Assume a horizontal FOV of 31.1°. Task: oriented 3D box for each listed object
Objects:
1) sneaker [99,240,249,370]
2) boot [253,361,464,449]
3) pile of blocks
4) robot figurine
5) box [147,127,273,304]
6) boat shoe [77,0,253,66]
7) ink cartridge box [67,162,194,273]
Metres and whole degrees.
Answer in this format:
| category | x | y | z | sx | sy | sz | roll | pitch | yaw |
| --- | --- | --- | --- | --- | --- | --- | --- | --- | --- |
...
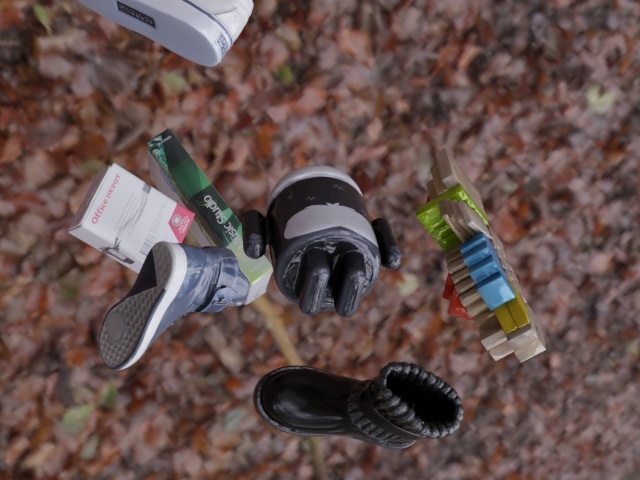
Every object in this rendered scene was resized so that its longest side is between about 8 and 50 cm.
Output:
| category | x | y | z | sx | sy | sz | roll | pitch | yaw |
| --- | --- | --- | --- | --- | --- | --- | --- | --- | --- |
| sneaker | -0.195 | 0.094 | 1.582 | 0.163 | 0.086 | 0.226 | 1 | 136 | -48 |
| boot | 0.065 | 0.290 | 2.092 | 0.348 | 0.131 | 0.260 | 11 | 163 | -10 |
| pile of blocks | 0.215 | 0.032 | 1.745 | 0.113 | 0.362 | 0.149 | -32 | 146 | 17 |
| robot figurine | 0.001 | 0.002 | 1.828 | 0.174 | 0.278 | 0.209 | -37 | 125 | 18 |
| box | -0.208 | -0.037 | 2.140 | 0.058 | 0.322 | 0.232 | -37 | 173 | -13 |
| boat shoe | -0.254 | -0.399 | 1.639 | 0.156 | 0.367 | 0.136 | -55 | 165 | -22 |
| ink cartridge box | -0.277 | -0.027 | 1.688 | 0.150 | 0.063 | 0.109 | 33 | 66 | -24 |
